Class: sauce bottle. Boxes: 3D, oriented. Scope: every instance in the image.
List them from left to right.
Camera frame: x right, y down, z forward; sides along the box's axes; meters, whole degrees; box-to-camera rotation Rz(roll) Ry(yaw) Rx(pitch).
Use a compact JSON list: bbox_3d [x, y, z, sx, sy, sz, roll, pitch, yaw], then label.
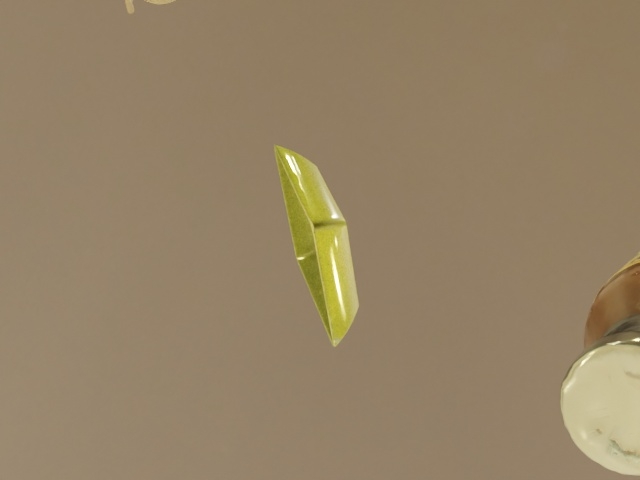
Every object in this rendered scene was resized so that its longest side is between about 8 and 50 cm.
[{"bbox_3d":[0.237,0.056,0.601,0.111,0.111,0.344,58,-151,8],"label":"sauce bottle"}]

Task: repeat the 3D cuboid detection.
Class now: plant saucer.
[{"bbox_3d":[0.000,0.000,1.122,0.045,0.188,0.188,-16,-142,-7],"label":"plant saucer"}]

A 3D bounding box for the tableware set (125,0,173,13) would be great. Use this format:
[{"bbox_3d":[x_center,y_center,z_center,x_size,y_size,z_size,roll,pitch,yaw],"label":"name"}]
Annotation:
[{"bbox_3d":[-0.221,-0.402,1.236,0.128,0.194,0.039,-22,-122,-15],"label":"tableware set"}]
